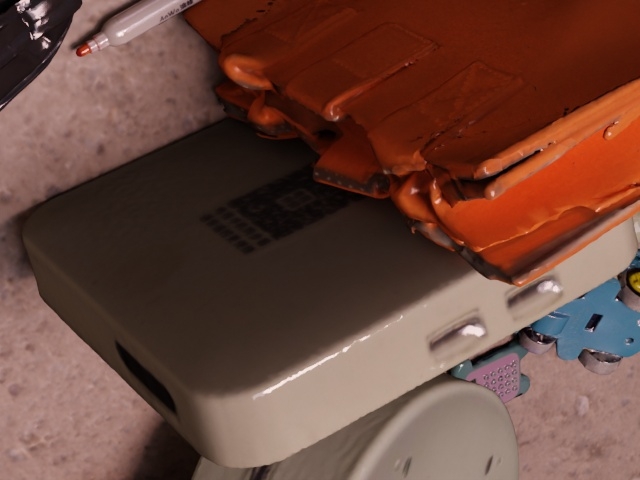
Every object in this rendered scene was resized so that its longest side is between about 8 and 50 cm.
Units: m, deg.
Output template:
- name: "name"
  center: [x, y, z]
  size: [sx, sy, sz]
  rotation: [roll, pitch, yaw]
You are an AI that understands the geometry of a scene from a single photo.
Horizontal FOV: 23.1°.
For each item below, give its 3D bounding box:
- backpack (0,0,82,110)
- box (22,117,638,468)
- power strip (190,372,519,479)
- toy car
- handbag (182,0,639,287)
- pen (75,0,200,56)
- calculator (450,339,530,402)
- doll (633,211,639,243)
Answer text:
- name: "backpack"
  center: [-0.285, -0.148, 1.092]
  size: [0.258, 0.133, 0.206]
  rotation: [-42, 133, -19]
- name: "box"
  center: [0.000, 0.000, 1.196]
  size: [0.373, 0.367, 0.090]
  rotation: [-26, 123, -22]
- name: "power strip"
  center: [0.035, 0.266, 1.432]
  size: [0.357, 0.161, 0.357]
  rotation: [-26, 124, -47]
- name: "toy car"
  center: [0.265, 0.058, 1.609]
  size: [0.162, 0.098, 0.126]
  rotation: [13, 132, -9]
- name: "handbag"
  center: [0.114, -0.137, 1.177]
  size: [0.303, 0.410, 0.116]
  rotation: [-32, 126, -18]
- name: "pen"
  center: [-0.102, -0.201, 1.249]
  size: [0.218, 0.026, 0.026]
  rotation: [-33, 127, -18]
- name: "calculator"
  center: [0.160, 0.153, 1.611]
  size: [0.141, 0.019, 0.094]
  rotation: [-23, 126, -25]
- name: "doll"
  center: [0.352, -0.119, 1.558]
  size: [0.275, 0.113, 0.155]
  rotation: [-41, 138, -21]
